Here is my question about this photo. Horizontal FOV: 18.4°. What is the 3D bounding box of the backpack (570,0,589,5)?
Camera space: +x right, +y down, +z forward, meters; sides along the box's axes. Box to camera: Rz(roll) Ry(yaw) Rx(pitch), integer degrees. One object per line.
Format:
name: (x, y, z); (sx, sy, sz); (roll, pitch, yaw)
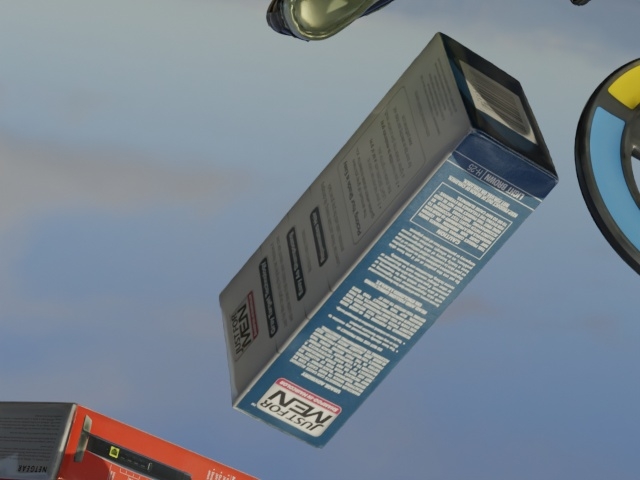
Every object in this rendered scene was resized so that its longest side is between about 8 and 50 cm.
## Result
backpack: (0.121, -0.246, 1.201); (0.173, 0.158, 0.117); (18, -136, -18)

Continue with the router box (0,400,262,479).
router box: (-0.245, 0.253, 2.058); (0.301, 0.082, 0.335); (28, 158, -37)

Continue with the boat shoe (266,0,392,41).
boat shoe: (0.049, -0.258, 1.864); (0.228, 0.081, 0.069); (-30, -164, -21)

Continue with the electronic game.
electronic game: (0.304, -0.047, 1.539); (0.229, 0.229, 0.048); (7, 151, -18)

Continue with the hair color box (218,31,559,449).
hair color box: (0.052, 0.002, 1.770); (0.105, 0.347, 0.174); (29, -154, -24)
